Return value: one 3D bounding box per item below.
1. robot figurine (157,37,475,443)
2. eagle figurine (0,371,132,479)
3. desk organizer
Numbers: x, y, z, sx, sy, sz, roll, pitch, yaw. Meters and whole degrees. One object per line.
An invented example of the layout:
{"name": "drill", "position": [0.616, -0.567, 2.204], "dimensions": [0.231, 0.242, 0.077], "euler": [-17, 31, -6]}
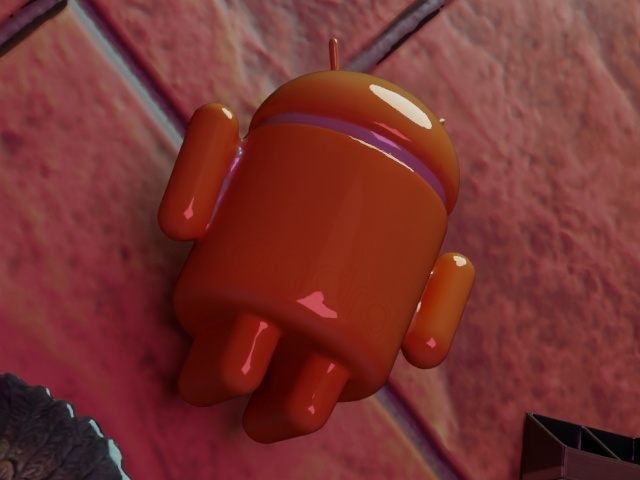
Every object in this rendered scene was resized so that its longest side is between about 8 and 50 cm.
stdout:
{"name": "robot figurine", "position": [0.001, 0.001, 0.951], "dimensions": [0.158, 0.128, 0.219], "euler": [15, 65, 17]}
{"name": "eagle figurine", "position": [-0.145, 0.207, 0.726], "dimensions": [0.225, 0.226, 0.298], "euler": [-30, 97, -9]}
{"name": "desk organizer", "position": [0.188, 0.138, 1.068], "dimensions": [0.130, 0.047, 0.050], "euler": [16, 69, -25]}
